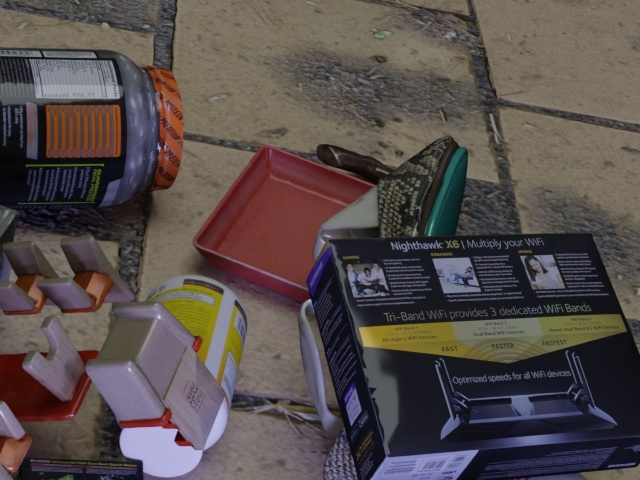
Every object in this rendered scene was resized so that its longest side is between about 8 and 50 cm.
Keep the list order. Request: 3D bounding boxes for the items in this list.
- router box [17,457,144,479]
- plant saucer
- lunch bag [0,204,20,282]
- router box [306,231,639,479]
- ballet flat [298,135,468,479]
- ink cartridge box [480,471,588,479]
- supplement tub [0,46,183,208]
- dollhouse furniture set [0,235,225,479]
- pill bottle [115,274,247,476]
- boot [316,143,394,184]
[{"bbox_3d":[-0.229,0.255,1.403,0.122,0.038,0.092,5,38,-15],"label":"router box"},{"bbox_3d":[0.000,0.000,1.821,0.259,0.048,0.258,21,36,8],"label":"plant saucer"},{"bbox_3d":[-0.475,0.057,1.470,0.235,0.169,0.287,22,44,3],"label":"lunch bag"},{"bbox_3d":[0.162,0.114,1.459,0.308,0.081,0.243,-1,56,-21],"label":"router box"},{"bbox_3d":[0.068,0.066,1.621,0.182,0.164,0.483,2,52,6],"label":"ballet flat"},{"bbox_3d":[0.231,0.342,1.398,0.197,0.114,0.273,-22,51,-40],"label":"ink cartridge box"},{"bbox_3d":[-0.335,-0.133,1.747,0.316,0.194,0.193,-1,39,-23],"label":"supplement tub"},{"bbox_3d":[-0.238,0.137,1.394,0.259,0.135,0.262,-4,46,30],"label":"dollhouse furniture set"},{"bbox_3d":[-0.146,0.141,1.519,0.117,0.117,0.215,14,36,-3],"label":"pill bottle"},{"bbox_3d":[0.058,-0.092,1.938,0.114,0.037,0.106,18,12,-45],"label":"boot"}]
